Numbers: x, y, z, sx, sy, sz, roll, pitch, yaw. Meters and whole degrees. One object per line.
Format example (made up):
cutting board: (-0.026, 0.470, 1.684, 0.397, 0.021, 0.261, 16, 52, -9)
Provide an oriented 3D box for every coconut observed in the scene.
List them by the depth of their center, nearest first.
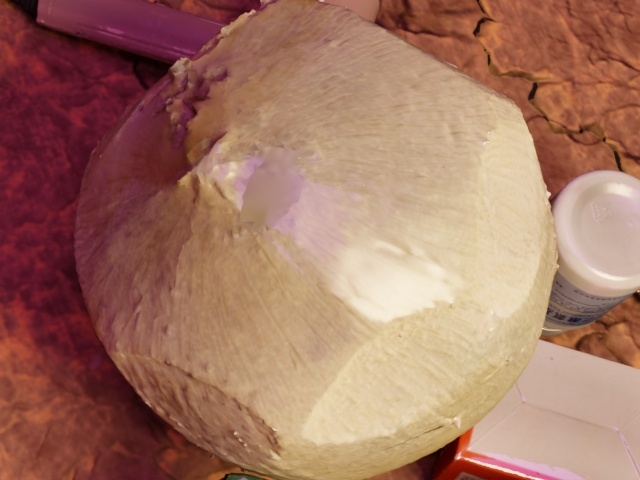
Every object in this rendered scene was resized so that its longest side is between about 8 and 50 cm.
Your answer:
coconut: (0.000, 0.000, 0.925, 0.346, 0.360, 0.346, -5, 70, 13)

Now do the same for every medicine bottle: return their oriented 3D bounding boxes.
medicine bottle: (0.219, 0.018, 1.069, 0.102, 0.187, 0.103, 3, 71, -9)

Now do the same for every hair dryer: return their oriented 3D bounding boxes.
hair dryer: (-0.130, -0.203, 1.147, 0.344, 0.107, 0.189, 17, 69, 4)

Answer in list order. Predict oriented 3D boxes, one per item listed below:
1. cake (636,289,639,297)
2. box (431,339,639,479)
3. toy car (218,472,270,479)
cake: (0.417, 0.050, 1.141, 0.287, 0.098, 0.135, 18, 71, -7)
box: (0.200, 0.167, 1.064, 0.182, 0.099, 0.133, 16, 64, -2)
toy car: (-0.127, 0.287, 0.939, 0.306, 0.125, 0.136, -34, 90, 3)
